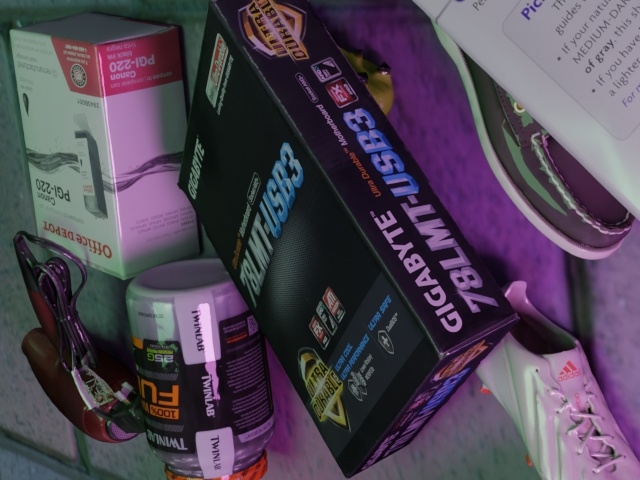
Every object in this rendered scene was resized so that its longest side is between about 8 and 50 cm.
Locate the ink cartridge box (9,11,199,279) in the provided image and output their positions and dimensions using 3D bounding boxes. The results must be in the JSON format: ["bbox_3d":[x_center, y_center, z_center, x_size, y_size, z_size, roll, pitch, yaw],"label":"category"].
[{"bbox_3d":[-0.197,-0.089,1.317,0.158,0.092,0.218,17,119,48],"label":"ink cartridge box"}]

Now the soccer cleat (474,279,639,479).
[{"bbox_3d":[0.165,0.114,0.968,0.196,0.068,0.076,53,136,27],"label":"soccer cleat"}]

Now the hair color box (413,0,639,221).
[{"bbox_3d":[0.152,-0.170,0.786,0.339,0.110,0.185,49,112,26],"label":"hair color box"}]

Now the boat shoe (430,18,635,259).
[{"bbox_3d":[0.137,-0.098,0.900,0.228,0.081,0.069,64,146,14],"label":"boat shoe"}]

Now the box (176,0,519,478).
[{"bbox_3d":[0.000,0.000,1.056,0.293,0.073,0.295,57,158,15],"label":"box"}]

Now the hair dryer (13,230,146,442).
[{"bbox_3d":[-0.238,0.098,1.429,0.224,0.080,0.293,62,153,1],"label":"hair dryer"}]

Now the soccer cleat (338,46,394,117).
[{"bbox_3d":[-0.016,-0.137,1.097,0.179,0.060,0.072,43,136,29],"label":"soccer cleat"}]

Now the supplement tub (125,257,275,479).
[{"bbox_3d":[-0.102,0.119,1.260,0.117,0.117,0.190,10,112,49],"label":"supplement tub"}]
